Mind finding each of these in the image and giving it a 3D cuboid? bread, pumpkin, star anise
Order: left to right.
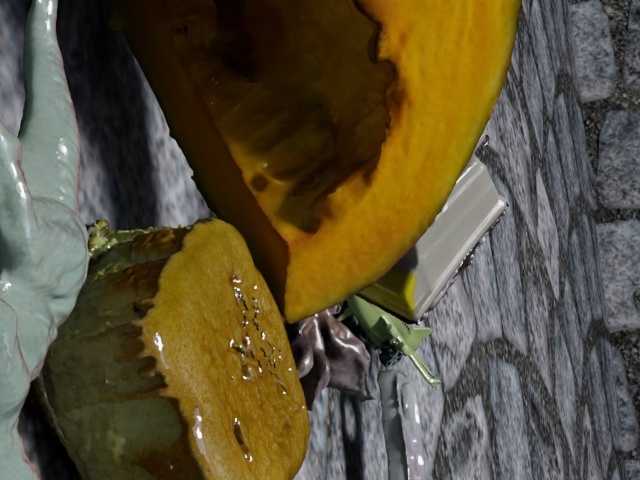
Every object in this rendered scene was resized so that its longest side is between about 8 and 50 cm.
[{"bbox_3d":[-0.060,0.064,0.604,0.128,0.069,0.140,-69,145,-58],"label":"bread"},{"bbox_3d":[-0.010,-0.141,0.633,0.169,0.148,0.312,42,-38,43],"label":"pumpkin"},{"bbox_3d":[-0.009,0.045,0.789,0.129,0.056,0.124,54,23,-25],"label":"star anise"}]

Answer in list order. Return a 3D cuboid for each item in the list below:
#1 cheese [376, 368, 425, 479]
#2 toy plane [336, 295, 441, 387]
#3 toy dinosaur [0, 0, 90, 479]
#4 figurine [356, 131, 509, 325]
[{"bbox_3d":[0.061,0.224,0.917,0.163,0.082,0.286,30,51,-71],"label":"cheese"},{"bbox_3d":[0.043,0.057,0.985,0.102,0.040,0.111,50,7,39],"label":"toy plane"},{"bbox_3d":[-0.106,-0.003,0.512,0.242,0.053,0.167,-82,158,-45],"label":"toy dinosaur"},{"bbox_3d":[0.021,-0.108,0.832,0.308,0.143,0.308,61,-7,12],"label":"figurine"}]
